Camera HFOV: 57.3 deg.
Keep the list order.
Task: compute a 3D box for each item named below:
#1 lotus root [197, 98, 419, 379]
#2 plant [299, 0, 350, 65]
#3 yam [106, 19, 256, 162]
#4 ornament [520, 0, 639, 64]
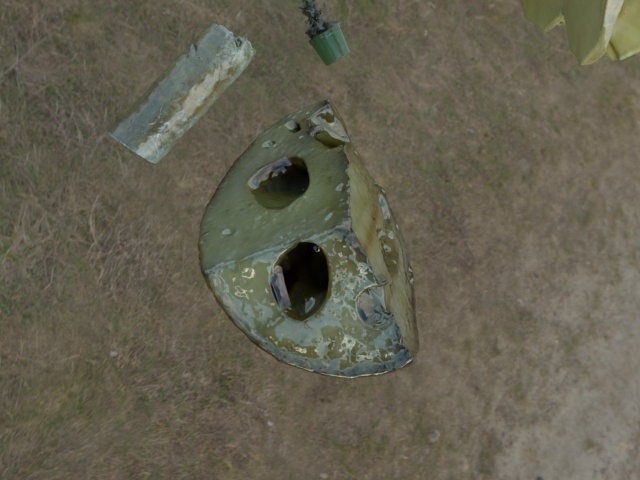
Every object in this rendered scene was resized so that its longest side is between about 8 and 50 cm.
[{"bbox_3d":[-0.006,0.000,0.569,0.210,0.142,0.314,60,16,-19],"label":"lotus root"},{"bbox_3d":[0.000,-0.293,0.800,0.051,0.051,0.102,-44,109,-36],"label":"plant"},{"bbox_3d":[-0.215,-0.237,0.929,0.093,0.093,0.259,42,87,-7],"label":"yam"},{"bbox_3d":[0.245,-0.273,0.543,0.059,0.180,0.201,-10,39,-2],"label":"ornament"}]
